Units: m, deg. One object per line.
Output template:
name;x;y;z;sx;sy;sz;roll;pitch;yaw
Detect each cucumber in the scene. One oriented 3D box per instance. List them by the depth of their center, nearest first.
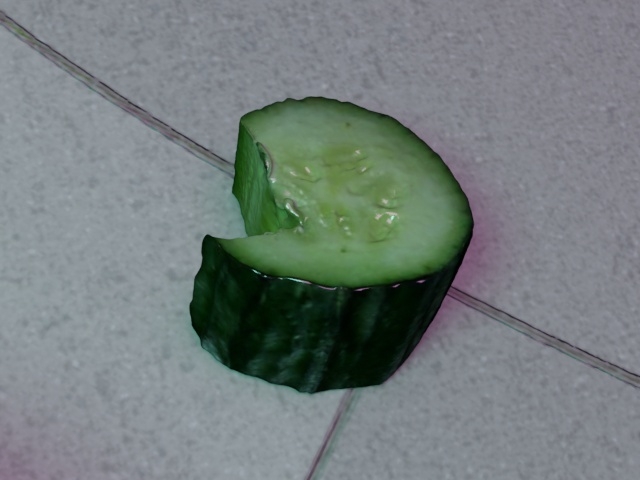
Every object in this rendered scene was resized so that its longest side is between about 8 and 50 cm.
cucumber;0.010;-0.001;1.103;0.191;0.130;0.191;10;52;-13
